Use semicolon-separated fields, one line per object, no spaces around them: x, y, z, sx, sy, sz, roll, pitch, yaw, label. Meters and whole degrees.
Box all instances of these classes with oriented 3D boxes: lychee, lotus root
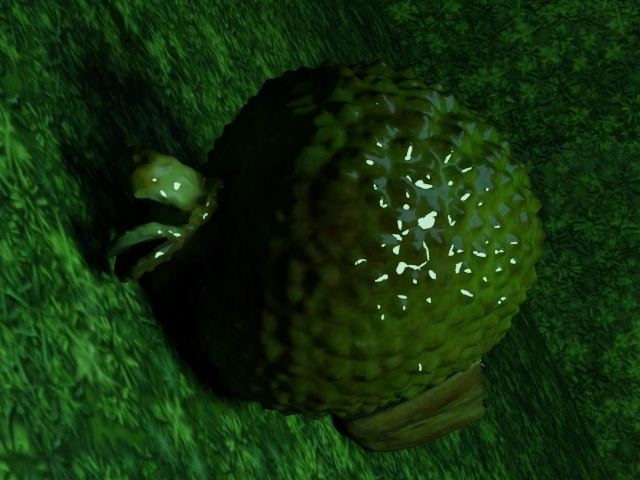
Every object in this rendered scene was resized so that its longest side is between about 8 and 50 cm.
0.011;0.002;1.157;0.270;0.319;0.270;-179;-90;-90;lychee
0.086;0.146;1.440;0.095;0.135;0.159;61;0;-13;lotus root
